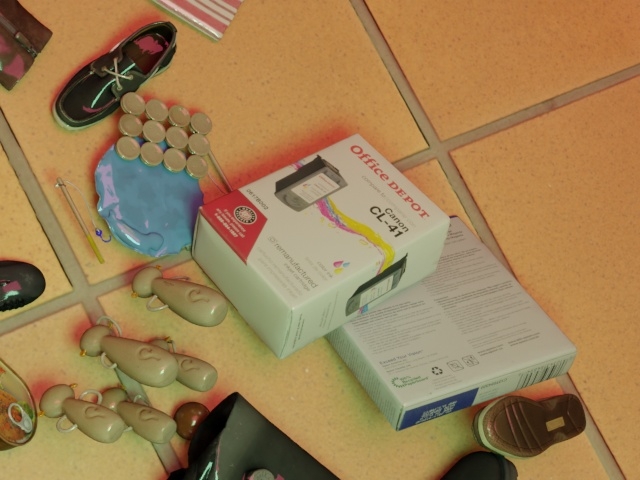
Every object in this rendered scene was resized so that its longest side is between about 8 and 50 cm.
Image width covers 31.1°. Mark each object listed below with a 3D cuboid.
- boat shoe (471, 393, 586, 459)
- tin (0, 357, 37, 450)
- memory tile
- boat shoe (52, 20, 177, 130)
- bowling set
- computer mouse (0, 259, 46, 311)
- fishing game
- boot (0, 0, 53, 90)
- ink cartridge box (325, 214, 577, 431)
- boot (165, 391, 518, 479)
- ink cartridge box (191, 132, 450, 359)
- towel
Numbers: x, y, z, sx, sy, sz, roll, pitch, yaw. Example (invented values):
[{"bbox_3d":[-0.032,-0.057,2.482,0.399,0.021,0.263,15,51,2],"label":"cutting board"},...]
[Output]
[{"bbox_3d":[0.300,0.287,1.744,0.257,0.095,0.095,6,69,-46],"label":"boat shoe"},{"bbox_3d":[-0.430,0.188,1.452,0.189,0.040,0.106,55,27,-33],"label":"tin"},{"bbox_3d":[-0.231,-0.155,1.700,0.148,0.012,0.113,14,64,-28],"label":"memory tile"},{"bbox_3d":[-0.304,-0.250,1.707,0.084,0.079,0.233,49,61,-3],"label":"boat shoe"},{"bbox_3d":[-0.242,0.196,1.554,0.154,0.199,0.287,20,50,31],"label":"bowling set"},{"bbox_3d":[-0.483,0.070,1.524,0.242,0.041,0.071,-12,77,-27],"label":"computer mouse"},{"bbox_3d":[-0.247,-0.062,1.684,0.264,0.041,0.189,-33,94,-37],"label":"fishing game"},{"bbox_3d":[-0.482,-0.361,1.679,0.207,0.090,0.248,35,58,-23],"label":"boot"},{"bbox_3d":[0.167,0.115,1.759,0.324,0.071,0.330,-13,45,-28],"label":"ink cartridge box"},{"bbox_3d":[0.031,0.349,1.588,0.445,0.146,0.367,35,61,-11],"label":"boot"},{"bbox_3d":[0.000,0.000,1.684,0.306,0.131,0.226,-29,60,-29],"label":"ink cartridge box"},{"bbox_3d":[-0.185,-0.428,1.859,0.144,0.029,0.197,31,64,-12],"label":"towel"}]
